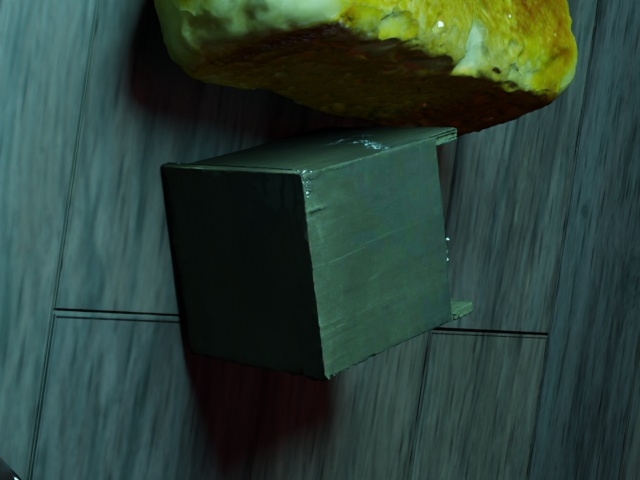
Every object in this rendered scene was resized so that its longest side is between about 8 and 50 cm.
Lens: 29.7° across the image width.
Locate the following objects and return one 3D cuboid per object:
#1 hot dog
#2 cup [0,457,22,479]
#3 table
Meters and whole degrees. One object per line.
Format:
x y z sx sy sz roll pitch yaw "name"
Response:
0.047 -0.229 1.016 0.405 0.185 0.223 7 75 -47 "hot dog"
-0.288 0.253 0.753 0.280 0.196 0.196 -40 125 -26 "cup"
0.000 0.000 1.027 0.193 0.172 0.169 -20 109 -43 "table"
